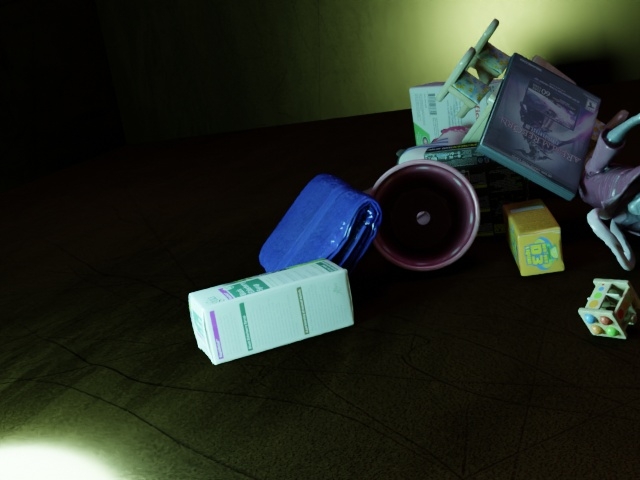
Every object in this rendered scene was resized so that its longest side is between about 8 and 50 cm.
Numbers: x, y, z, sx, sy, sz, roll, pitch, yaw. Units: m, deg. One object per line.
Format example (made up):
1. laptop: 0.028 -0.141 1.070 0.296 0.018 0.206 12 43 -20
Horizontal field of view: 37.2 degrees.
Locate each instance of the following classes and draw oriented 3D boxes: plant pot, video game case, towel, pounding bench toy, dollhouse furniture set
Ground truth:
1. plant pot: 0.185 -0.043 1.740 0.201 0.201 0.180 -9 -2 4
2. video game case: 0.412 -0.218 1.773 0.196 0.026 0.274 28 52 -3
3. towel: 0.000 0.000 1.705 0.228 0.076 0.308 -53 21 1
4. pounding bench toy: 0.393 0.103 1.273 0.052 0.083 0.065 3 50 48
5. dollhouse furniture set: 0.442 -0.278 2.000 0.394 0.362 0.256 -50 -4 -37

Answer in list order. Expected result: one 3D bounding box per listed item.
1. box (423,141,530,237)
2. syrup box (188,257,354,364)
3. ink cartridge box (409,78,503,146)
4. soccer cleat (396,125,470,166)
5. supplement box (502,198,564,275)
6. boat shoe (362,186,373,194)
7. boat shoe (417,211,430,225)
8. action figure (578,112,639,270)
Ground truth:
1. box: 0.307 -0.097 1.844 0.190 0.184 0.045 -6 19 18
2. syrup box: -0.076 0.107 1.478 0.236 0.096 0.093 -13 15 -18
3. ink cartridge box: 0.406 -0.346 2.712 0.121 0.211 0.289 -18 17 -37
4. soccer cleat: 0.331 -0.210 2.474 0.143 0.116 0.331 21 32 35
5. supplement box: 0.372 -0.009 1.669 0.080 0.078 0.233 -9 13 5
6. boat shoe: 0.076 -0.045 1.949 0.091 0.109 0.305 3 22 26
7. boat shoe: 0.209 -0.070 1.980 0.098 0.096 0.277 2 19 39
8. action figure: 0.546 -0.064 1.658 0.275 0.248 0.370 -39 18 -3
